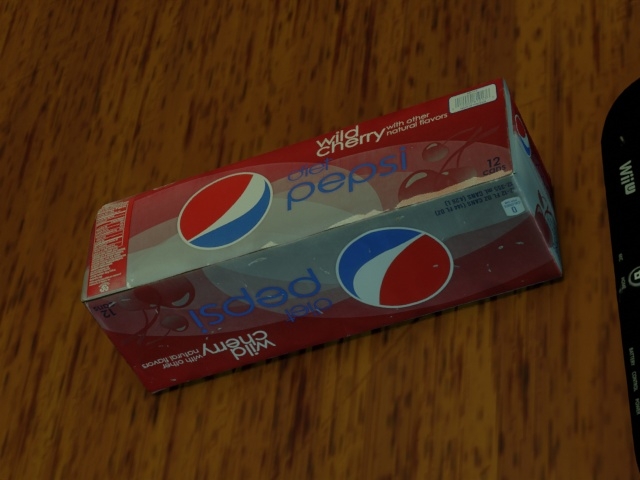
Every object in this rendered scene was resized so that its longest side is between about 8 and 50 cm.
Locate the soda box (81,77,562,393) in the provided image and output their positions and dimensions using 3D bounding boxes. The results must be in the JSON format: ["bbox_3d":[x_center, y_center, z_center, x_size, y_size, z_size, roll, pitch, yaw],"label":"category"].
[{"bbox_3d":[0.000,0.000,1.085,0.263,0.092,0.083,-16,43,16],"label":"soda box"}]

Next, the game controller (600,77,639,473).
[{"bbox_3d":[0.231,0.004,0.965,0.166,0.067,0.319,-15,42,17],"label":"game controller"}]
